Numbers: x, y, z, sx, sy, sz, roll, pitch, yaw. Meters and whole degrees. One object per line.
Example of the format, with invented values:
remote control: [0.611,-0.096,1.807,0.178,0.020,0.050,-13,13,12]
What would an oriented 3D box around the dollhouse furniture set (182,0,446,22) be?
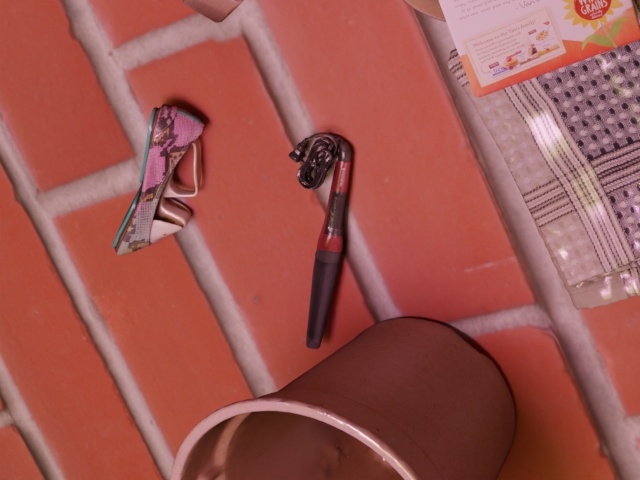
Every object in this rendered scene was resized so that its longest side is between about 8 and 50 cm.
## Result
dollhouse furniture set: [0.063,-0.219,1.638,0.355,0.174,0.303,30,172,-11]

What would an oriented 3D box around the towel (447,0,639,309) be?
towel: [0.311,-0.097,1.676,0.312,0.056,0.324,-21,104,36]

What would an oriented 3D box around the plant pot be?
plant pot: [0.055,0.245,1.849,0.334,0.305,0.334,14,121,23]

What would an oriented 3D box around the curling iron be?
curling iron: [0.000,0.000,1.923,0.068,0.035,0.274,16,122,27]

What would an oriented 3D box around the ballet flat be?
ballet flat: [-0.182,-0.058,1.983,0.079,0.077,0.221,20,125,-3]

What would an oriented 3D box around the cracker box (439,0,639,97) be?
cracker box: [0.165,-0.255,1.446,0.155,0.067,0.232,-19,120,8]
